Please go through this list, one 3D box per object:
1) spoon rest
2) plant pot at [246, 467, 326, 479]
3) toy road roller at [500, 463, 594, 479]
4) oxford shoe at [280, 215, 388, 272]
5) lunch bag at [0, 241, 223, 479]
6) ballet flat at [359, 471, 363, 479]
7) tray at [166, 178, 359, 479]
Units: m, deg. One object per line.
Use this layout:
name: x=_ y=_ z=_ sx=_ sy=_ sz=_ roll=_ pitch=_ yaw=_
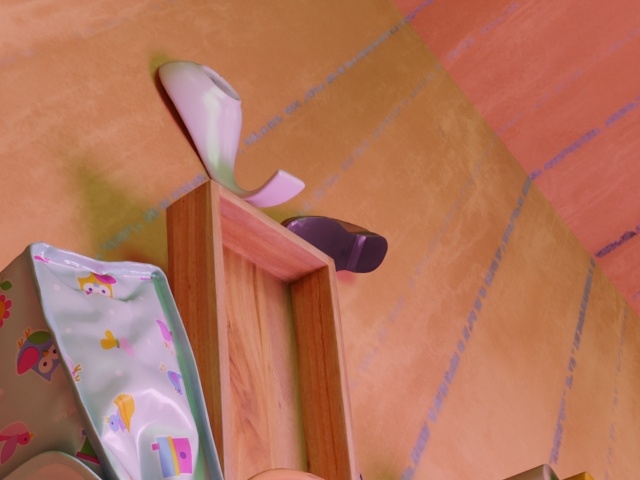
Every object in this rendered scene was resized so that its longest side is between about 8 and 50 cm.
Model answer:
spoon rest: x=-0.126 y=-0.136 z=1.780 sx=0.137 sy=0.084 sz=0.276 roll=27 pitch=20 yaw=-50
plant pot: x=-0.041 y=0.344 z=1.026 sx=0.291 sy=0.203 sz=0.291 roll=42 pitch=25 yaw=-25
toy road roller: x=0.261 y=0.430 z=1.521 sx=0.240 sy=0.202 sz=0.329 roll=39 pitch=30 yaw=-62
oxford shoe: x=0.000 y=0.000 z=1.842 sx=0.076 sy=0.076 sz=0.212 roll=31 pitch=10 yaw=34
lunch bag: x=-0.186 y=0.171 z=0.969 sx=0.160 sy=0.223 sz=0.262 roll=15 pitch=45 yaw=-49
ballet flat: x=0.064 y=0.325 z=1.473 sx=0.173 sy=0.049 sz=0.057 roll=55 pitch=20 yaw=0
tray: x=-0.057 y=0.157 z=1.377 sx=0.203 sy=0.076 sz=0.411 roll=33 pitch=37 yaw=-40
